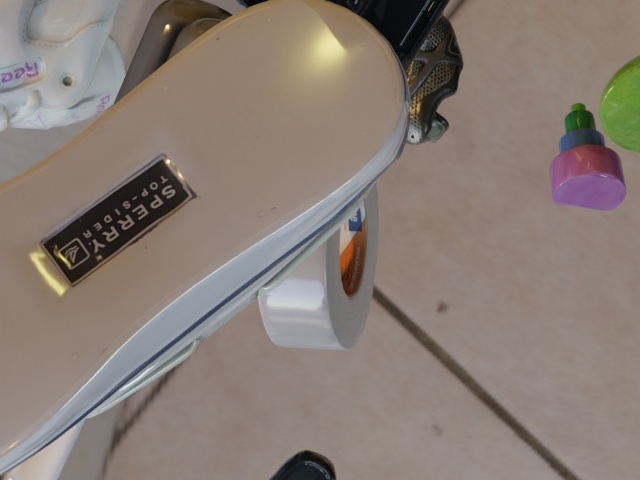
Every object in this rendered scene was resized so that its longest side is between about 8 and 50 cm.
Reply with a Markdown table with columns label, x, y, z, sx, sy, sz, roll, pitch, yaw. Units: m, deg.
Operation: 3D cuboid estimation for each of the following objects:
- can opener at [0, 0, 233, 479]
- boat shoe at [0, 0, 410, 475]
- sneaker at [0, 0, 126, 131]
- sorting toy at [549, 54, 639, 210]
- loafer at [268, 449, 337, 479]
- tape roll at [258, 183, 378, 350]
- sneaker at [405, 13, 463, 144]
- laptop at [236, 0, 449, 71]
| label | x | y | z | sx | sy | sz | roll | pitch | yaw |
| --- | --- | --- | --- | --- | --- | --- | --- | --- | --- |
| can opener | -0.117 | 0.027 | 0.675 | 0.283 | 0.095 | 0.076 | -65 | 29 | 11 |
| boat shoe | -0.087 | 0.016 | 0.543 | 0.267 | 0.088 | 0.096 | -37 | 75 | -5 |
| sneaker | -0.181 | -0.087 | 0.786 | 0.305 | 0.152 | 0.114 | -48 | 21 | -18 |
| sorting toy | 0.306 | -0.170 | 1.358 | 0.365 | 0.127 | 0.126 | -50 | 33 | 46 |
| loafer | -0.048 | 0.293 | 1.429 | 0.076 | 0.078 | 0.223 | 27 | 90 | 1 |
| tape roll | 0.000 | 0.000 | 1.609 | 0.072 | 0.219 | 0.219 | 2 | 80 | 16 |
| sneaker | 0.031 | -0.121 | 1.474 | 0.227 | 0.087 | 0.130 | -28 | 97 | 4 |
| laptop | 0.065 | -0.203 | 0.886 | 0.136 | 0.264 | 0.234 | 22 | 74 | 39 |
